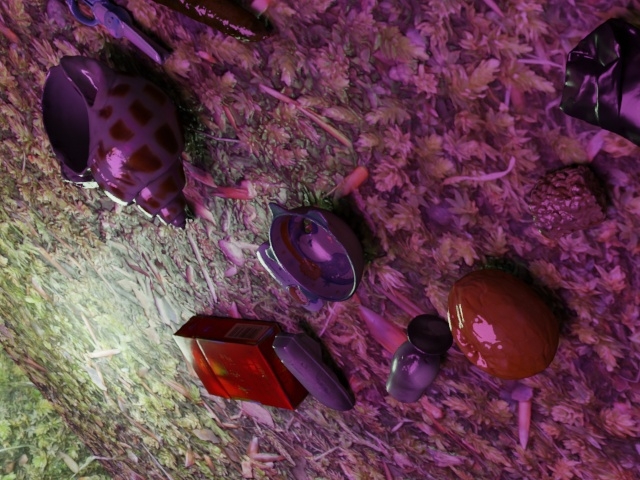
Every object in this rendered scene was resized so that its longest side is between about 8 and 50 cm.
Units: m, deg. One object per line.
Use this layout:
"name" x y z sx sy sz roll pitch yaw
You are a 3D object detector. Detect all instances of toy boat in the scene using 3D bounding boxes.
"toy boat" -0.004 0.286 2.152 0.078 0.085 0.260 -3 135 48

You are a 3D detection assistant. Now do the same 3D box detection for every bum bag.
"bum bag" 0.452 -0.140 1.224 0.340 0.095 0.144 34 137 5

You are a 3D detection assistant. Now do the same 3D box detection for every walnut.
"walnut" 0.295 0.137 1.620 0.207 0.159 0.159 44 146 -8

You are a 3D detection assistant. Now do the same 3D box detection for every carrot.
"carrot" -0.234 -0.413 1.659 0.359 0.074 0.074 29 143 19

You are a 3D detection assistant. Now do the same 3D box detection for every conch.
"conch" -0.377 -0.185 1.892 0.249 0.197 0.367 -25 75 22

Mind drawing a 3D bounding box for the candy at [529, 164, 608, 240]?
"candy" 0.356 -0.056 1.427 0.110 0.085 0.095 -13 125 38

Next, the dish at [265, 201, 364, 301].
"dish" 0.000 0.000 1.833 0.228 0.086 0.236 46 146 0

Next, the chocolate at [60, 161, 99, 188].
"chocolate" -0.470 -0.161 2.131 0.248 0.110 0.110 10 133 35

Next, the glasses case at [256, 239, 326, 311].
"glasses case" -0.058 0.072 2.002 0.178 0.045 0.067 46 146 -2

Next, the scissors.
"scissors" -0.379 -0.409 1.842 0.256 0.030 0.125 38 144 14

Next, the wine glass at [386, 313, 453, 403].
"wine glass" 0.184 0.230 1.880 0.093 0.093 0.202 35 144 13

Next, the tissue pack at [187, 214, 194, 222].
"tissue pack" -0.336 -0.079 2.116 0.138 0.027 0.085 23 176 11

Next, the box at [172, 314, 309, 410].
"box" -0.186 0.282 2.314 0.313 0.089 0.197 1 128 46
